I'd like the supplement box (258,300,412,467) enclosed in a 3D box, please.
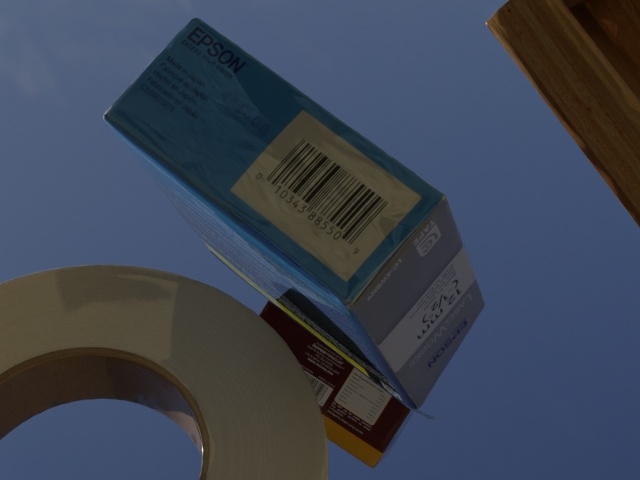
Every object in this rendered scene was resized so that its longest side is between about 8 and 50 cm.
[{"bbox_3d":[0.036,0.107,1.538,0.191,0.194,0.129,32,-178,9],"label":"supplement box"}]

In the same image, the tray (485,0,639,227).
[{"bbox_3d":[0.334,-0.067,1.287,0.411,0.076,0.203,54,-144,8],"label":"tray"}]

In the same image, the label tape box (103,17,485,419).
[{"bbox_3d":[0.000,0.000,1.149,0.249,0.115,0.347,37,173,23],"label":"label tape box"}]

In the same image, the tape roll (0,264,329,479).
[{"bbox_3d":[-0.186,0.186,1.103,0.392,0.072,0.392,-1,-129,1],"label":"tape roll"}]
